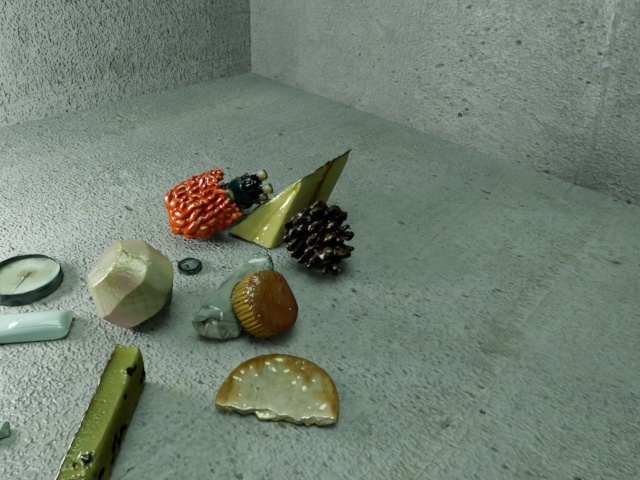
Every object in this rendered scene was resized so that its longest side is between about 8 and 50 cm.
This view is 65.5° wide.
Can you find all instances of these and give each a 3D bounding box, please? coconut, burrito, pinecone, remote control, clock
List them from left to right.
[{"bbox_3d":[-0.867,0.241,1.414,0.293,0.051,0.103,-4,35,-10],"label":"remote control"},{"bbox_3d":[-0.947,0.119,1.588,0.226,0.049,0.226,3,33,-2],"label":"clock"},{"bbox_3d":[-0.541,0.127,1.462,0.259,0.259,0.259,3,34,-2],"label":"coconut"},{"bbox_3d":[-0.449,0.089,1.709,0.085,0.017,0.085,3,34,-2],"label":"clock"},{"bbox_3d":[-0.236,0.148,1.569,0.139,0.101,0.445,17,35,13],"label":"burrito"},{"bbox_3d":[0.007,-0.008,1.720,0.257,0.243,0.243,40,42,6],"label":"pinecone"}]

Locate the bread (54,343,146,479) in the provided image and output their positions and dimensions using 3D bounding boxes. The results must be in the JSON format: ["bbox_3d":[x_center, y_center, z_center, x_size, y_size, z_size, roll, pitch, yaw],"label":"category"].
[{"bbox_3d":[-0.483,0.411,1.123,0.077,0.138,0.361,4,34,-3],"label":"bread"}]

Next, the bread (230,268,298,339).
[{"bbox_3d":[-0.155,0.182,1.446,0.199,0.104,0.199,23,53,-34],"label":"bread"}]

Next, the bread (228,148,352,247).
[{"bbox_3d":[-0.112,-0.195,1.900,0.242,0.404,0.346,30,29,18],"label":"bread"}]

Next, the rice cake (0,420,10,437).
[{"bbox_3d":[-0.800,0.453,1.126,0.171,0.029,0.033,-12,31,-24],"label":"rice cake"}]

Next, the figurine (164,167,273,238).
[{"bbox_3d":[-0.374,-0.153,1.878,0.306,0.241,0.412,-5,16,38],"label":"figurine"}]

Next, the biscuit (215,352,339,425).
[{"bbox_3d":[-0.101,0.381,1.292,0.309,0.040,0.204,6,34,3],"label":"biscuit"}]
